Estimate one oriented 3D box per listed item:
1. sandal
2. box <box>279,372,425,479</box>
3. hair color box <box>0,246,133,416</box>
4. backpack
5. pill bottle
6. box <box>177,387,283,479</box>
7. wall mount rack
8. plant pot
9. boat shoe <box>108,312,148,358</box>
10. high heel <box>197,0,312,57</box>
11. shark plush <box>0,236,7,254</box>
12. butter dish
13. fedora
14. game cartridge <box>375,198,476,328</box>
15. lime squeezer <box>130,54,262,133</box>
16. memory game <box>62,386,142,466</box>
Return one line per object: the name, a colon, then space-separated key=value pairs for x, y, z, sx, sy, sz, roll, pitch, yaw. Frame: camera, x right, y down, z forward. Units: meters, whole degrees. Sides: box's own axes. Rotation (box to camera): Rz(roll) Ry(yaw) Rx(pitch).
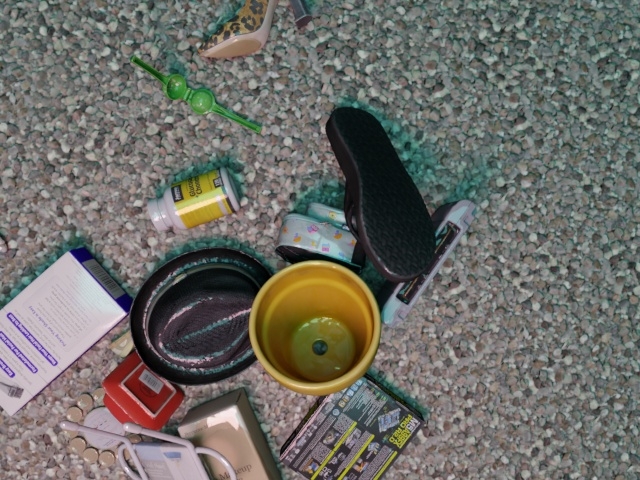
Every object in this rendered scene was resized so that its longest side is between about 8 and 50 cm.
sandal: x=0.112 y=-0.088 z=1.219 sx=0.167 sy=0.107 sz=0.446 roll=5 pitch=50 yaw=-24
box: x=0.070 y=0.445 z=1.360 sx=0.216 sy=0.060 sz=0.270 roll=36 pitch=92 yaw=-4
hair color box: x=-0.593 y=0.194 z=1.307 sx=0.339 sy=0.110 sz=0.185 roll=-41 pitch=95 yaw=0
backpack: x=0.000 y=0.000 z=1.280 sx=0.188 sy=0.166 sz=0.144 roll=9 pitch=78 yaw=-4
pill bottle: x=-0.273 y=-0.084 z=1.297 sx=0.184 sy=0.103 sz=0.103 roll=-20 pitch=94 yaw=0
box: x=-0.182 y=0.507 z=1.327 sx=0.148 sy=0.121 sz=0.311 roll=-24 pitch=94 yaw=1
wall mount rack: x=-0.352 y=0.456 z=1.216 sx=0.350 sy=0.130 sz=0.304 roll=-11 pitch=108 yaw=33
plant pot: x=-0.005 y=0.199 z=1.230 sx=0.254 sy=0.239 sz=0.254 roll=-1 pitch=66 yaw=3
boat shoe: x=-0.412 y=0.193 z=1.337 sx=0.048 sy=0.056 sz=0.153 roll=38 pitch=99 yaw=-8
high heel: x=-0.166 y=-0.509 z=1.292 sx=0.261 sy=0.093 sz=0.186 roll=-22 pitch=82 yaw=3
shark plush: x=-0.779 y=0.007 z=1.320 sx=0.161 sy=0.073 sz=0.067 roll=-8 pitch=124 yaw=-5
butter dish: x=-0.408 y=0.351 z=1.314 sx=0.160 sy=0.160 sz=0.118 roll=46 pitch=115 yaw=-4
fedora: x=-0.234 y=0.172 z=1.262 sx=0.334 sy=0.152 sz=0.334 roll=-1 pitch=95 yaw=-13
game cartridge: x=0.210 y=0.045 z=1.267 sx=0.062 sy=0.198 sz=0.297 roll=35 pitch=89 yaw=-5
lime squeezer: x=-0.270 y=-0.316 z=1.290 sx=0.310 sy=0.110 sz=0.059 roll=26 pitch=75 yaw=-33
memory game: x=-0.493 y=0.426 z=1.370 sx=0.186 sy=0.012 sz=0.186 roll=0 pitch=93 yaw=-2
